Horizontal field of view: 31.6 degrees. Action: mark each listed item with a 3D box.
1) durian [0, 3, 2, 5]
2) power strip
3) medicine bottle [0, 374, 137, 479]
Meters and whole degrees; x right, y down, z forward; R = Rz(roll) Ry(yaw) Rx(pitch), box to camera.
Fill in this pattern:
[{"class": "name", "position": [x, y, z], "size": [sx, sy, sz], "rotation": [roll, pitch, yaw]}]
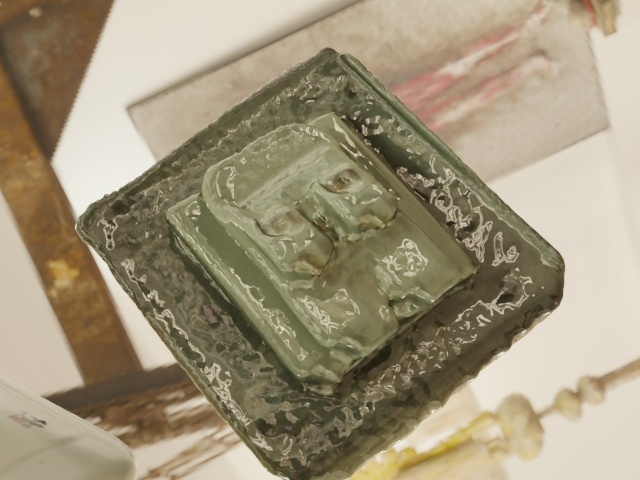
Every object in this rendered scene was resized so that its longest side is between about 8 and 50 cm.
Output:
[{"class": "durian", "position": [-0.166, -0.058, 0.143], "size": [0.291, 0.291, 0.224], "rotation": [64, 179, -30]}, {"class": "power strip", "position": [0.000, 0.000, 0.599], "size": [0.213, 0.198, 0.064], "rotation": [45, 161, 19]}, {"class": "medicine bottle", "position": [-0.184, 0.127, 0.524], "size": [0.296, 0.161, 0.111], "rotation": [25, 120, 25]}]
